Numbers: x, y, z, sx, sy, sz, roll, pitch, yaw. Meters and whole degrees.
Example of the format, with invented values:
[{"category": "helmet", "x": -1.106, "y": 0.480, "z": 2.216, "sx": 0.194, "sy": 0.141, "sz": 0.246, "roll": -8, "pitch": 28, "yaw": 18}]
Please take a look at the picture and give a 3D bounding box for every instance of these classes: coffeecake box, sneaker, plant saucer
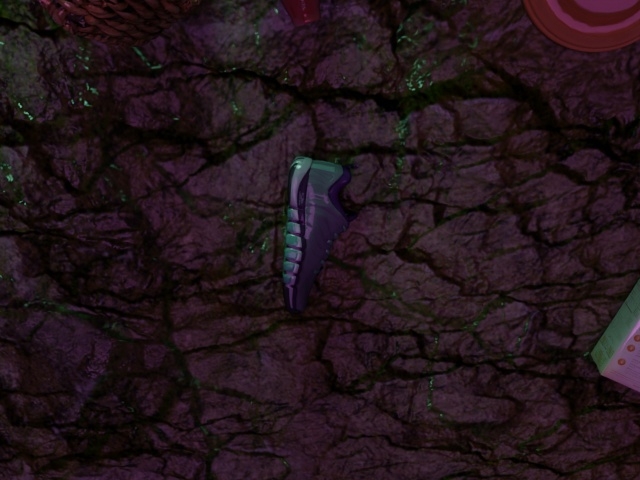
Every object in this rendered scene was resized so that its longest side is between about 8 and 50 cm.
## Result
[{"category": "coffeecake box", "x": 0.485, "y": 0.124, "z": 1.057, "sx": 0.142, "sy": 0.068, "sz": 0.186, "roll": 25, "pitch": 110, "yaw": -3}, {"category": "sneaker", "x": 0.000, "y": 0.000, "z": 1.056, "sx": 0.098, "sy": 0.083, "sz": 0.224, "roll": 4, "pitch": 109, "yaw": -1}, {"category": "plant saucer", "x": 0.339, "y": -0.325, "z": 0.927, "sx": 0.199, "sy": 0.037, "sz": 0.200, "roll": 2, "pitch": 110, "yaw": 5}]

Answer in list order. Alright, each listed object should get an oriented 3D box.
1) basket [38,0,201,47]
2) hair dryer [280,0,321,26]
[{"category": "basket", "x": -0.184, "y": -0.352, "z": 0.828, "sx": 0.223, "sy": 0.299, "sz": 0.213, "roll": -34, "pitch": 103, "yaw": 16}, {"category": "hair dryer", "x": 0.013, "y": -0.395, "z": 0.911, "sx": 0.223, "sy": 0.080, "sz": 0.294, "roll": 23, "pitch": 111, "yaw": -3}]
